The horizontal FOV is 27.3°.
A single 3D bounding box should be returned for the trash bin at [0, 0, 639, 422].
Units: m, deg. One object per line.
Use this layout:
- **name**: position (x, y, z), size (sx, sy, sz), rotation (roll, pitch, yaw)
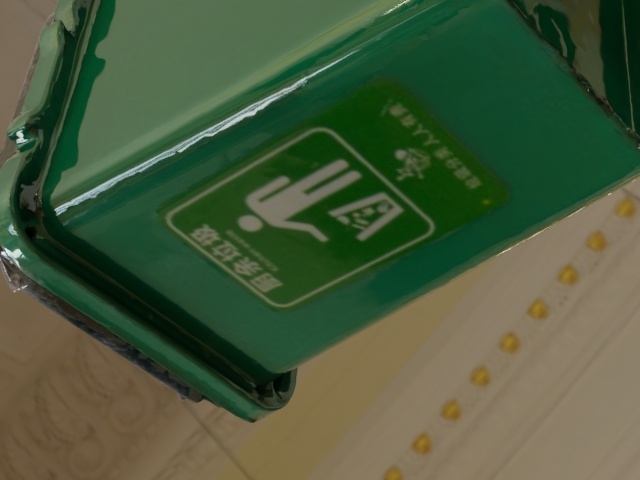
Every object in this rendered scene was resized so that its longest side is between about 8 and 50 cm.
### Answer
- **trash bin**: position (0.008, -0.094, 0.824), size (0.381, 0.295, 0.259), rotation (-25, -49, 32)
